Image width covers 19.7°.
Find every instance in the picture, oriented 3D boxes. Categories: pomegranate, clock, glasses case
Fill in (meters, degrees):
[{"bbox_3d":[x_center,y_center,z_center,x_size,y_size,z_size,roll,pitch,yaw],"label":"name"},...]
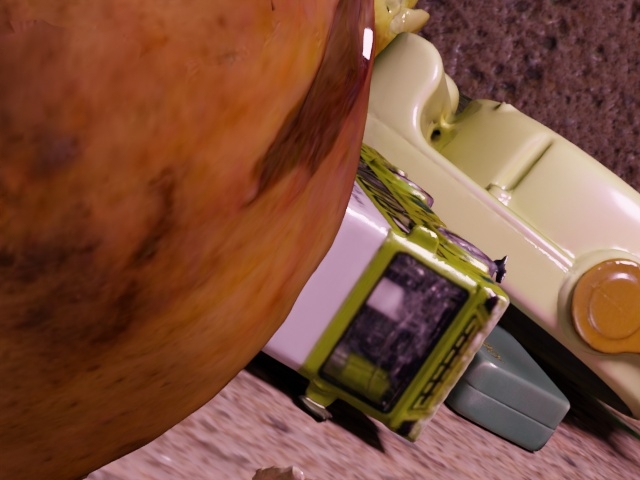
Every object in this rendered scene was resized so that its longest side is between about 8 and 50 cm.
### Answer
[{"bbox_3d":[-0.117,-0.066,0.532,0.281,0.281,0.281,33,11,-7],"label":"pomegranate"},{"bbox_3d":[0.165,0.008,1.329,0.348,0.117,0.286,38,-3,11],"label":"clock"},{"bbox_3d":[0.091,0.067,1.197,0.078,0.039,0.184,29,12,-28],"label":"glasses case"}]

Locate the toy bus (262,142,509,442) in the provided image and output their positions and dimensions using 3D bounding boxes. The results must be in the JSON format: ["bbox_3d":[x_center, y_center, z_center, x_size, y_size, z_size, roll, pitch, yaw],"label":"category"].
[{"bbox_3d":[0.000,0.000,1.050,0.139,0.113,0.301,31,8,-18],"label":"toy bus"}]

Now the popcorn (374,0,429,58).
[{"bbox_3d":[-0.047,-0.219,1.456,0.312,0.312,0.312,33,11,-7],"label":"popcorn"}]

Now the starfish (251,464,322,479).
[{"bbox_3d":[0.120,0.176,0.751,0.299,0.060,0.302,37,10,26],"label":"starfish"}]
